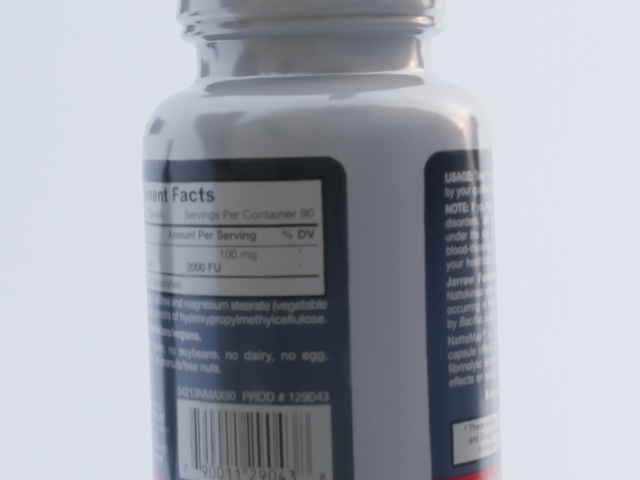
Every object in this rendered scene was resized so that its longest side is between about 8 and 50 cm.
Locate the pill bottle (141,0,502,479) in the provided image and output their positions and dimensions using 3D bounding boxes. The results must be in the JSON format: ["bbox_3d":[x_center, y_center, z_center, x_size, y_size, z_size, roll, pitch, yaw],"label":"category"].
[{"bbox_3d":[0.000,0.000,0.575,0.108,0.108,0.180,-2,-87,-22],"label":"pill bottle"}]
